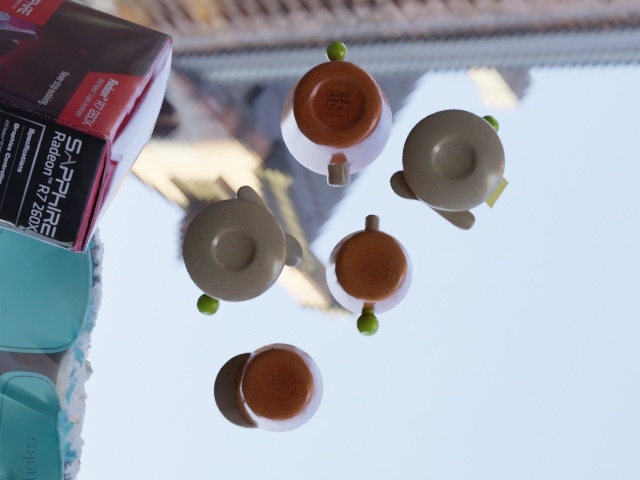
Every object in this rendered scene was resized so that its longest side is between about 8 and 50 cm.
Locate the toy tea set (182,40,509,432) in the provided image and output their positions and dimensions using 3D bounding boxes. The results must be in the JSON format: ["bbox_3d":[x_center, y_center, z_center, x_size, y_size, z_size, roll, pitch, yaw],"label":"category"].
[{"bbox_3d":[0.000,0.000,1.672,0.336,0.200,0.124,-53,176,-5],"label":"toy tea set"}]

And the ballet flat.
[{"bbox_3d":[-0.302,0.097,2.037,0.147,0.147,0.409,-90,-171,-59],"label":"ballet flat"}]

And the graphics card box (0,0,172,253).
[{"bbox_3d":[-0.300,-0.129,1.346,0.233,0.371,0.094,-73,-179,-66],"label":"graphics card box"}]
